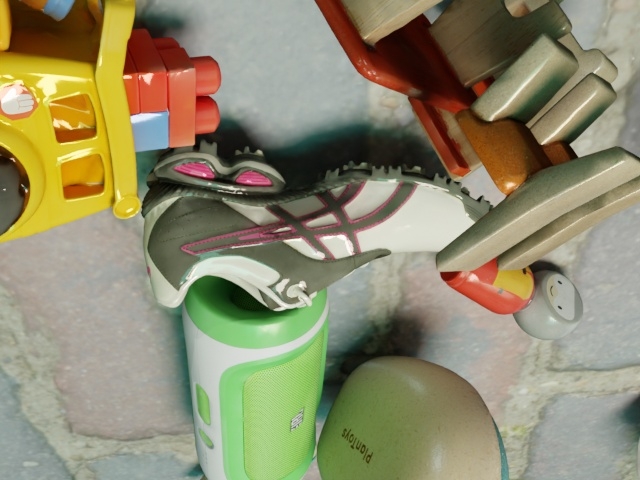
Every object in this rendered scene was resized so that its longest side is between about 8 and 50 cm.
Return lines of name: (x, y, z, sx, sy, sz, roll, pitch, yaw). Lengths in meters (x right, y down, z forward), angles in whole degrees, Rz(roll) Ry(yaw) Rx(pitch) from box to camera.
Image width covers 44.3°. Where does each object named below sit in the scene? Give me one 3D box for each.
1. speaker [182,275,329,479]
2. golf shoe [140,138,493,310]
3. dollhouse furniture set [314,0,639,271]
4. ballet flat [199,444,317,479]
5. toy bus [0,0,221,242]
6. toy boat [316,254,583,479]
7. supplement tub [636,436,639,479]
speaker: (-0.060, 0.131, 0.739, 0.131, 0.131, 0.297, -3, 135, -7)
golf shoe: (0.000, 0.000, 0.606, 0.272, 0.120, 0.105, 4, 167, -10)
dollhouse furniture set: (0.069, -0.105, 0.451, 0.135, 0.262, 0.259, -36, 161, 27)
ballet flat: (-0.084, 0.257, 0.925, 0.168, 0.057, 0.052, -24, 106, 10)
toy bus: (-0.168, -0.111, 0.477, 0.211, 0.149, 0.220, -12, 135, -17)
toy boat: (0.129, 0.160, 0.747, 0.148, 0.267, 0.318, 24, 95, -22)
supplement tub: (0.554, 0.305, 0.938, 0.331, 0.241, 0.241, 31, 123, -34)
